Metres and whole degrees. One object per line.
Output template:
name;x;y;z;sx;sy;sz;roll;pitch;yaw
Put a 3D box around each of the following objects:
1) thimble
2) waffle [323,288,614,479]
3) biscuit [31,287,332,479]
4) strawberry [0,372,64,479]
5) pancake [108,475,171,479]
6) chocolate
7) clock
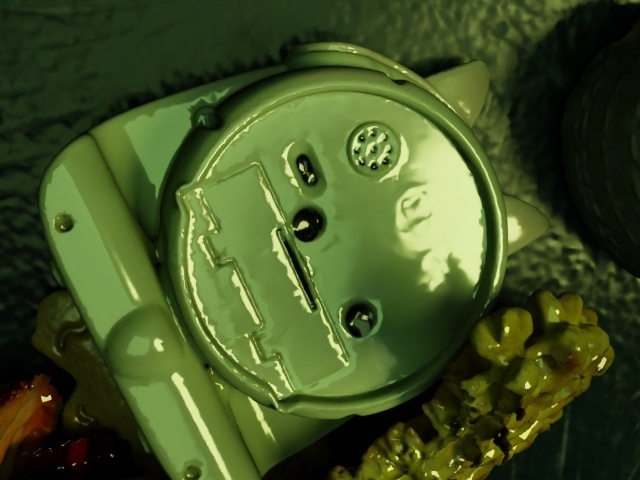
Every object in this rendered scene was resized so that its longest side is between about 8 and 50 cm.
thimble;0.294;-0.053;0.593;0.205;0.172;0.236;-39;103;2
waffle;0.076;0.147;0.593;0.293;0.260;0.069;-41;67;16
biscuit;-0.101;0.117;0.668;0.184;0.035;0.248;-32;106;3
strawberry;-0.268;0.175;0.628;0.085;0.140;0.192;32;123;25
pancake;-0.186;0.245;0.637;0.235;0.029;0.212;9;122;-41
chocolate;-0.200;0.220;0.659;0.086;0.028;0.182;-2;123;-40
clock;0.000;0.000;0.592;0.324;0.108;0.265;-27;101;-7
